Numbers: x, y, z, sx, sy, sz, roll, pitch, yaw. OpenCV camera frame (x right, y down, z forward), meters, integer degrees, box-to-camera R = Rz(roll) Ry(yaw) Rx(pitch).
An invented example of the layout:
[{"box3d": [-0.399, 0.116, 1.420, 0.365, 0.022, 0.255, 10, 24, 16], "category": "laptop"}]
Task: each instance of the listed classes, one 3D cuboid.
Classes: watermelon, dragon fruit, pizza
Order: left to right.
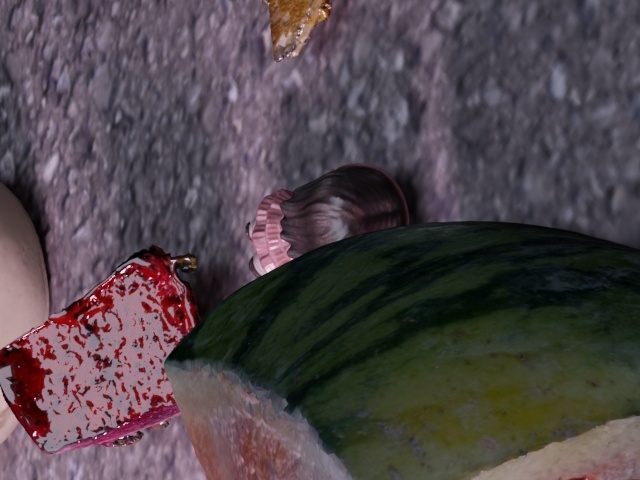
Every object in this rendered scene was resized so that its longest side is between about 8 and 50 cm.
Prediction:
[{"box3d": [-0.114, 0.075, 1.124, 0.147, 0.096, 0.102, -26, 73, 14], "category": "dragon fruit"}, {"box3d": [-0.010, -0.139, 1.055, 0.083, 0.025, 0.078, 18, 95, 59], "category": "pizza"}, {"box3d": [0.064, 0.098, 0.826, 0.262, 0.213, 0.201, 32, 127, 56], "category": "watermelon"}]

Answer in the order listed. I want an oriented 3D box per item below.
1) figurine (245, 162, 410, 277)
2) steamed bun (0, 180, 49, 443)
[{"box3d": [0.000, 0.000, 1.002, 0.129, 0.054, 0.072, -16, 77, 53], "category": "figurine"}, {"box3d": [-0.304, 0.053, 1.315, 0.232, 0.145, 0.231, -9, 79, 52], "category": "steamed bun"}]
